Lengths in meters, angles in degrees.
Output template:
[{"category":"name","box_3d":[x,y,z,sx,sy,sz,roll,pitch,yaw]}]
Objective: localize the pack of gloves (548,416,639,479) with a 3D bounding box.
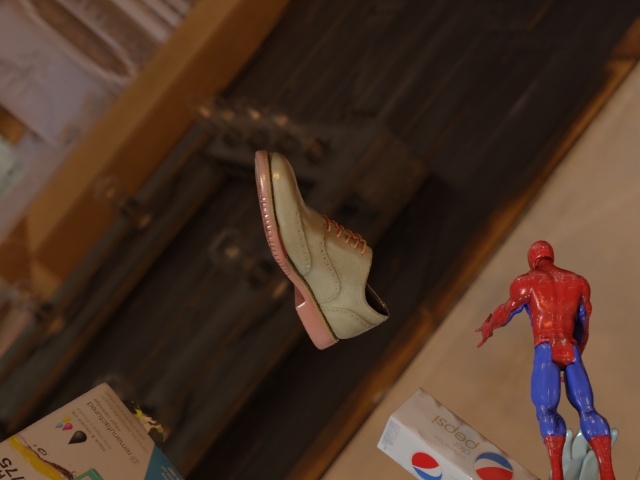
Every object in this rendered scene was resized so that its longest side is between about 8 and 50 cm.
[{"category":"pack of gloves","box_3d":[0.348,0.329,1.998,0.195,0.232,0.046,17,-169,-20]}]

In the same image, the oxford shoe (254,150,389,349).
[{"category":"oxford shoe","box_3d":[0.000,0.000,2.557,0.140,0.146,0.397,-99,-11,-48]}]

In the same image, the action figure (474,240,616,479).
[{"category":"action figure","box_3d":[0.221,0.139,1.562,0.091,0.280,0.139,3,151,-11]}]

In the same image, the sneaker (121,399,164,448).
[{"category":"sneaker","box_3d":[-0.214,0.225,1.908,0.083,0.031,0.035,44,139,34]}]

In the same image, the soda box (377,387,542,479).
[{"category":"soda box","box_3d":[0.182,0.289,2.045,0.216,0.074,0.069,37,137,17]}]

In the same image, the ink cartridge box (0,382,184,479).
[{"category":"ink cartridge box","box_3d":[-0.315,0.334,1.819,0.198,0.197,0.270,50,-140,8]}]
